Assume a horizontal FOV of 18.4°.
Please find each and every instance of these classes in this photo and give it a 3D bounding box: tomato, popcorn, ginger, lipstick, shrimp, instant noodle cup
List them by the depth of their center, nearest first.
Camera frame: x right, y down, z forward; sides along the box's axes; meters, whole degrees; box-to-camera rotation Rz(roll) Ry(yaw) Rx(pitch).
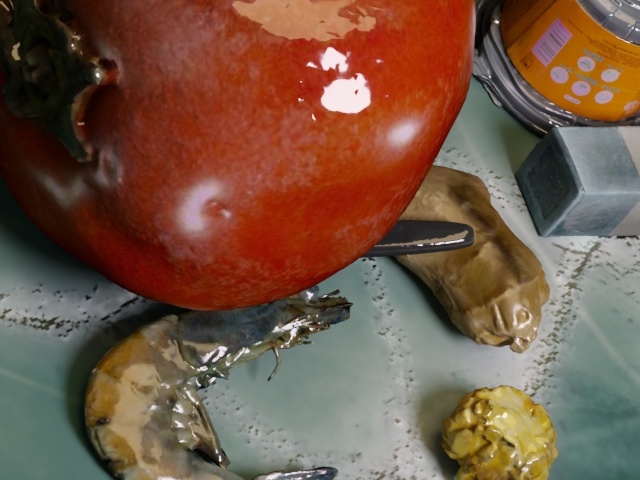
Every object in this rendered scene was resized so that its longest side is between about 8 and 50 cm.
[{"bbox_3d":[-0.063,-0.130,1.291,0.290,0.293,0.325,-8,46,-34],"label":"tomato"},{"bbox_3d":[-0.050,0.105,1.300,0.217,0.051,0.150,-25,75,-31],"label":"shrimp"},{"bbox_3d":[0.124,0.139,1.360,0.082,0.057,0.083,2,53,-35],"label":"popcorn"},{"bbox_3d":[0.094,0.004,1.433,0.190,0.069,0.095,48,44,12],"label":"ginger"},{"bbox_3d":[0.311,-0.049,1.591,0.317,0.066,0.068,-2,57,-30],"label":"lipstick"},{"bbox_3d":[0.227,-0.178,1.600,0.208,0.125,0.177,-10,62,-34],"label":"instant noodle cup"}]

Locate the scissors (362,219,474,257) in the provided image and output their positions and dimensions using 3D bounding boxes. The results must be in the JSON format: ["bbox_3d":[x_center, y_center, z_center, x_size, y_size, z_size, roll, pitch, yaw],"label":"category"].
[{"bbox_3d":[0.000,0.000,1.378,0.220,0.017,0.088,-2,54,-9],"label":"scissors"}]
